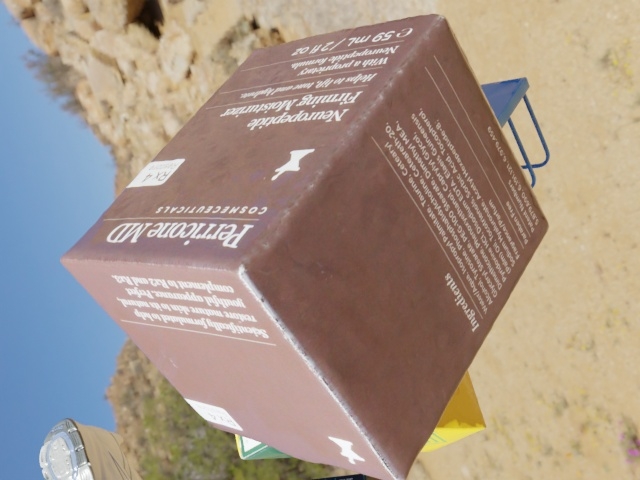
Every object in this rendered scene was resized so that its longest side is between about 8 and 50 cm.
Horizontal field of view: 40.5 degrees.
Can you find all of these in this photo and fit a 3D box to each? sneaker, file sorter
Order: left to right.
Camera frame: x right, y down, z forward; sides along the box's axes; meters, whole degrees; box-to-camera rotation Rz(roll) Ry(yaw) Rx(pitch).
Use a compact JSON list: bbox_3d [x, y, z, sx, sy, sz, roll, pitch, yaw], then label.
[{"bbox_3d":[-0.281,0.380,1.197,0.129,0.111,0.297,17,-137,-54],"label":"sneaker"},{"bbox_3d":[0.133,-0.061,0.838,0.118,0.170,0.104,-2,129,43],"label":"file sorter"}]

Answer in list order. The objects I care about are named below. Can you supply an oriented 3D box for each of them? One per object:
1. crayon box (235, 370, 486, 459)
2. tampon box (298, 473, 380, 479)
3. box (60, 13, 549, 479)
[{"bbox_3d":[0.020,0.072,1.057,0.106,0.313,0.363,-36,57,39],"label":"crayon box"},{"bbox_3d":[0.036,0.391,1.100,0.101,0.120,0.161,34,-129,-43],"label":"tampon box"},{"bbox_3d":[0.000,0.000,0.518,0.168,0.203,0.167,2,135,45],"label":"box"}]
